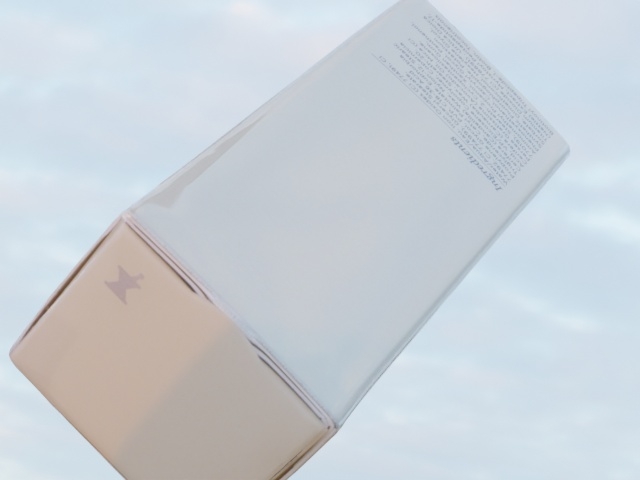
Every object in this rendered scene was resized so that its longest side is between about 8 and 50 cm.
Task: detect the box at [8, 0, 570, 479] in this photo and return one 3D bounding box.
[{"bbox_3d":[0.000,0.000,0.780,0.113,0.275,0.094,46,-55,2],"label":"box"}]
